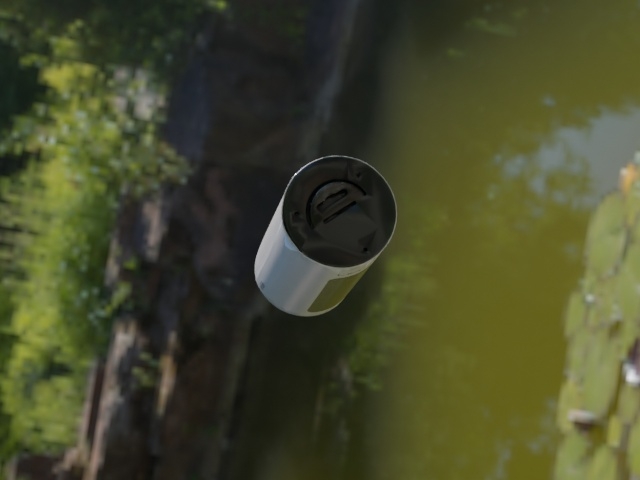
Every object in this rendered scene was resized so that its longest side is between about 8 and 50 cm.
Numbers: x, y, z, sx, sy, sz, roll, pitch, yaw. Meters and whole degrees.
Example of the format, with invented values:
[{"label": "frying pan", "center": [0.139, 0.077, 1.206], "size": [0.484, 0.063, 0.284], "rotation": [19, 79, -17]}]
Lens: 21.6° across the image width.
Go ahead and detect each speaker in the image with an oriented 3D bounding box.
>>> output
[{"label": "speaker", "center": [0.000, 0.000, 0.830], "size": [0.136, 0.055, 0.055], "rotation": [123, 155, -75]}]
